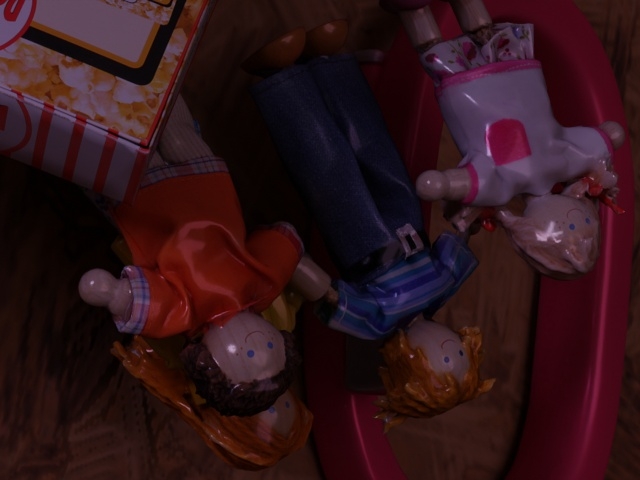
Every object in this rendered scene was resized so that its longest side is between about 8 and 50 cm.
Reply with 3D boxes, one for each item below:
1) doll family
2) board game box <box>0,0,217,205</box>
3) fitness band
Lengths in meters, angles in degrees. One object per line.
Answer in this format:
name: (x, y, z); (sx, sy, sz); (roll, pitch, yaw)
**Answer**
doll family: (0.000, 0.000, 0.752); (0.263, 0.118, 0.163); (-20, 84, -37)
board game box: (-0.095, -0.126, 0.648); (0.146, 0.045, 0.193); (22, 63, -3)
fitness band: (0.076, 0.015, 0.904); (0.209, 0.054, 0.291); (23, 70, -50)
